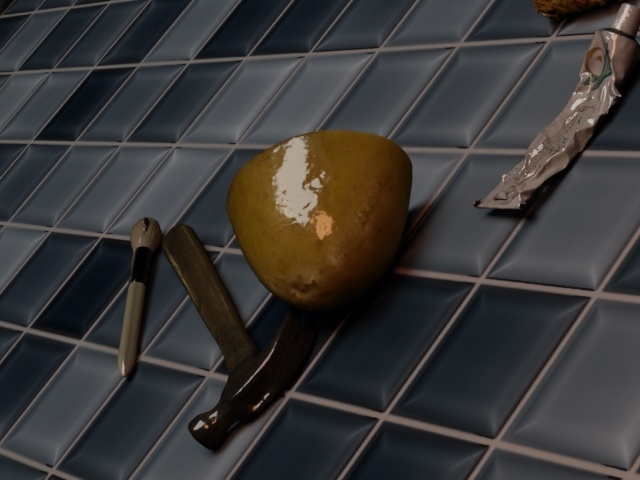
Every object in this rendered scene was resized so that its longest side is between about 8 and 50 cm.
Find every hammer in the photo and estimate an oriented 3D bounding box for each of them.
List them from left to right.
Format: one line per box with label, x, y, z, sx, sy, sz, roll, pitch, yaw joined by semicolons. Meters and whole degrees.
hammer;-0.120;0.078;1.981;0.168;0.044;0.440;-43;26;2

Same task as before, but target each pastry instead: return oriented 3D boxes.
pastry;0.287;-0.281;1.928;0.140;0.056;0.080;-16;26;47

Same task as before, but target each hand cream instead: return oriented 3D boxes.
hand cream;0.250;-0.129;1.766;0.257;0.050;0.084;-56;26;-11

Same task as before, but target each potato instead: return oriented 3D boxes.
potato;0.000;0.000;1.818;0.204;0.178;0.158;-10;51;10

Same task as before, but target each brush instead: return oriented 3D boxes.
brush;-0.224;0.064;2.157;0.042;0.039;0.299;-32;30;21
